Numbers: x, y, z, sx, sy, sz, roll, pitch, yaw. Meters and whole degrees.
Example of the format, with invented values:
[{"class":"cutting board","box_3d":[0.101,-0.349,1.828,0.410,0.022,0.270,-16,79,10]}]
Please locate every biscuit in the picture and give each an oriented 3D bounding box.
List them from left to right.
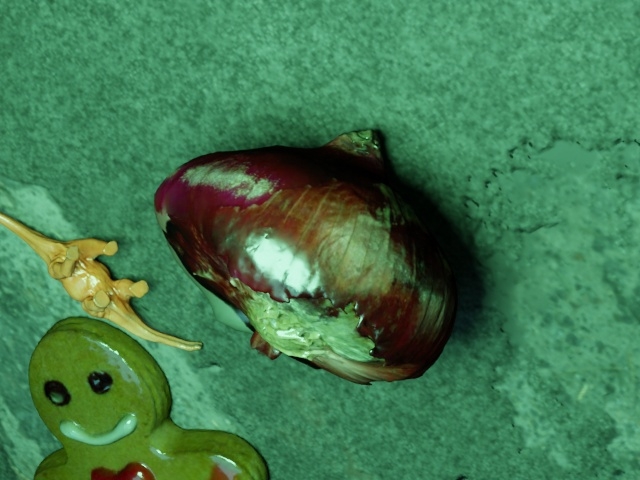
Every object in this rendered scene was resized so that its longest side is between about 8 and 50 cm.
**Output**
[{"class":"biscuit","box_3d":[-0.169,0.269,1.883,0.283,0.064,0.432,-9,117,32]}]

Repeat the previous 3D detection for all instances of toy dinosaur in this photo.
[{"class":"toy dinosaur","box_3d":[-0.227,0.022,1.748,0.279,0.055,0.101,45,153,-10]}]

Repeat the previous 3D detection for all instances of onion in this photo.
[{"class":"onion","box_3d":[0.000,0.000,1.557,0.272,0.195,0.272,32,167,8]}]
